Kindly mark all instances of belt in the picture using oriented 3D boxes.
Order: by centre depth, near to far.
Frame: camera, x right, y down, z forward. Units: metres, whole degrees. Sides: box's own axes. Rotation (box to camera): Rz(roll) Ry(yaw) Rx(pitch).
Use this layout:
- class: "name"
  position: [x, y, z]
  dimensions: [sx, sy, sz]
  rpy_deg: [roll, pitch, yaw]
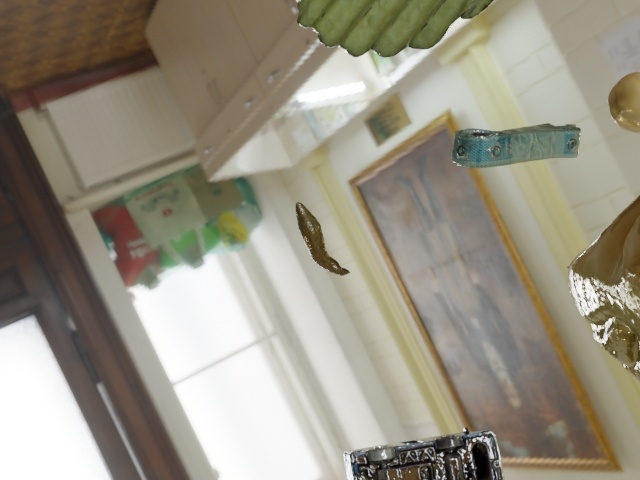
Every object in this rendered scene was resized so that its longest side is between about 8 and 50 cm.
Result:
- class: "belt"
  position: [0.381, -0.186, 1.674]
  dimensions: [0.303, 0.072, 0.087]
  rpy_deg: [-8, -164, -31]

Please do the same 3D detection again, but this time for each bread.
- class: "bread"
  position: [0.476, 0.007, 0.994]
  dimensions: [0.376, 0.253, 0.348]
  rpy_deg: [-43, 172, -8]

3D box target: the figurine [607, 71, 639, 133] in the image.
- class: "figurine"
  position: [0.635, -0.263, 1.627]
  dimensions: [0.196, 0.114, 0.108]
  rpy_deg: [-11, 176, -17]

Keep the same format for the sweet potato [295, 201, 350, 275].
- class: "sweet potato"
  position: [-0.005, 0.004, 1.449]
  dimensions: [0.041, 0.153, 0.038]
  rpy_deg: [-31, -164, 4]

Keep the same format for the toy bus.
- class: "toy bus"
  position: [0.161, 0.369, 1.382]
  dimensions: [0.234, 0.116, 0.133]
  rpy_deg: [-7, 169, -8]

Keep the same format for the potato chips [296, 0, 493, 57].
- class: "potato chips"
  position: [0.153, -0.466, 1.384]
  dimensions: [0.359, 0.070, 0.429]
  rpy_deg: [21, 124, -34]
